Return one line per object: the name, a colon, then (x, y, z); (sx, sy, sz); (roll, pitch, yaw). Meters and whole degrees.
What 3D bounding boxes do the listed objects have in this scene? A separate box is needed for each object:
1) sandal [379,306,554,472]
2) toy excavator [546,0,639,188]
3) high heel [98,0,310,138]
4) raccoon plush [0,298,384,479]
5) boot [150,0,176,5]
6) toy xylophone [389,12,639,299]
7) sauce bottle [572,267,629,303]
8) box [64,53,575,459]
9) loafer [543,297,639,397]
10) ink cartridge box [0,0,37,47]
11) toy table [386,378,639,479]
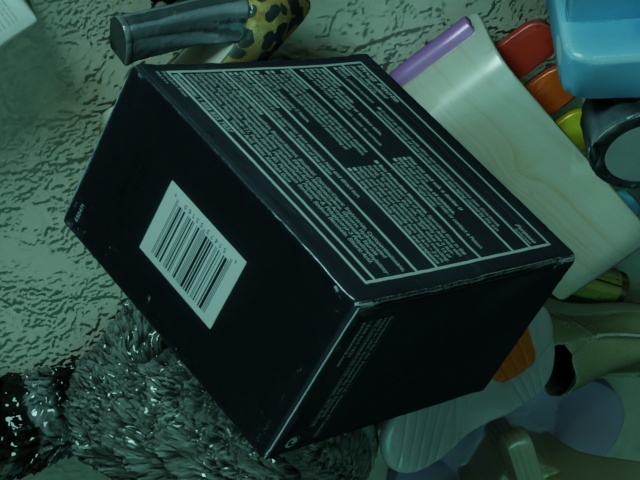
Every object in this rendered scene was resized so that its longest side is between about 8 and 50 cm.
sandal: (0.127, 0.130, 1.510); (0.265, 0.076, 0.101); (-27, 118, -40)
toy excavator: (0.269, -0.263, 1.302); (0.433, 0.222, 0.445); (-2, 142, 1)
high heel: (-0.102, -0.120, 1.432); (0.186, 0.093, 0.261); (-17, 144, -24)
raccoon plush: (-0.147, 0.222, 1.486); (0.446, 0.299, 0.216); (-33, 122, 3)
boot: (-0.096, -0.333, 1.314); (0.207, 0.094, 0.246); (-25, 128, -6)
toy xylophone: (0.176, -0.054, 1.531); (0.236, 0.081, 0.322); (-29, 116, 15)
sauce bottle: (0.263, 0.036, 1.656); (0.128, 0.042, 0.042); (18, 112, -23)
box: (0.000, 0.000, 1.337); (0.294, 0.296, 0.182); (-10, 139, -47)
loafer: (0.270, 0.119, 1.658); (0.269, 0.092, 0.102); (7, 147, -13)
ink cartridge box: (-0.373, -0.194, 1.312); (0.218, 0.092, 0.158); (-34, 122, 1)
toy table: (0.221, 0.261, 1.699); (0.274, 0.161, 0.252); (-32, 122, 3)
